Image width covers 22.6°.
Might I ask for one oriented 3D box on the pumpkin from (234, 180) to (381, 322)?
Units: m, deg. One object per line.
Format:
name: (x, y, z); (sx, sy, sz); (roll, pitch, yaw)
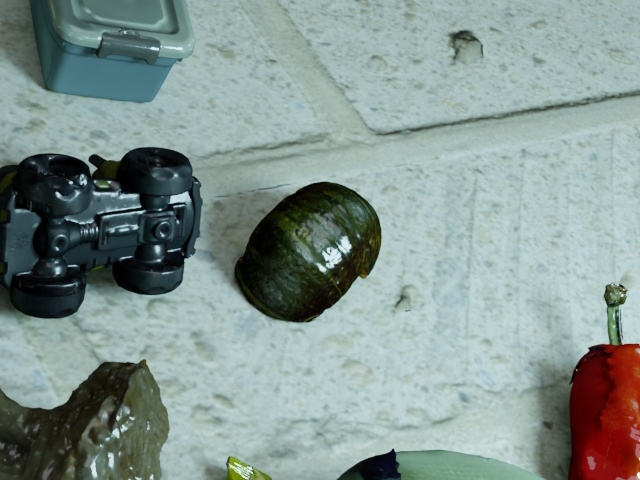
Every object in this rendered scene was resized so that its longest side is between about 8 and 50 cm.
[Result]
pumpkin: (0.000, 0.000, 1.699); (0.119, 0.107, 0.183); (42, 45, 6)

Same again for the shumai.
shumai: (-0.234, 0.184, 1.375); (0.175, 0.166, 0.206); (14, 38, 17)

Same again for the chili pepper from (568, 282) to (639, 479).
chili pepper: (0.311, 0.217, 1.662); (0.110, 0.110, 0.387); (19, 48, -12)

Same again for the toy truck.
toy truck: (-0.238, -0.028, 1.580); (0.224, 0.147, 0.165); (-9, 27, -34)

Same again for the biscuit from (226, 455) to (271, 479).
biscuit: (-0.094, 0.310, 1.403); (0.048, 0.026, 0.292); (38, 39, -20)

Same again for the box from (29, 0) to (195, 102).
box: (-0.243, -0.266, 1.802); (0.162, 0.130, 0.227); (5, 48, -26)

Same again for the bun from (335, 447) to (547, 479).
bun: (0.122, 0.317, 1.404); (0.293, 0.187, 0.293); (15, 21, -6)
